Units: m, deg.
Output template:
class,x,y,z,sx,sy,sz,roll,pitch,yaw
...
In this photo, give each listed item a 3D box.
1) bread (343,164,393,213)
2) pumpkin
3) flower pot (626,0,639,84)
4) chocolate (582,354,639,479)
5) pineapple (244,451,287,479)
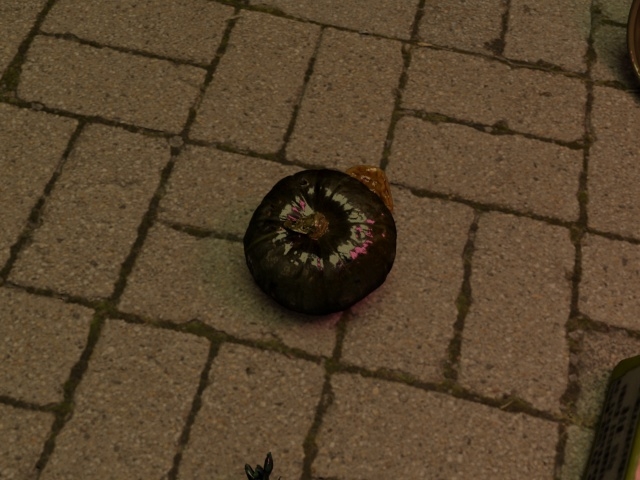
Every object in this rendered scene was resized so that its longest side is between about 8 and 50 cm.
class,x,y,z,sx,sy,sz,roll,pitch,yaw
bread,0.070,-0.072,1.283,0.083,0.044,0.111,-9,57,-5
pumpkin,0.000,0.000,1.165,0.223,0.157,0.224,-2,67,4
flower pot,0.716,-0.367,1.379,0.244,0.307,0.307,-16,59,-29
chocolate,0.496,0.312,1.015,0.288,0.137,0.301,22,59,10
pineapple,0.004,0.336,0.994,0.221,0.103,0.083,11,24,4
